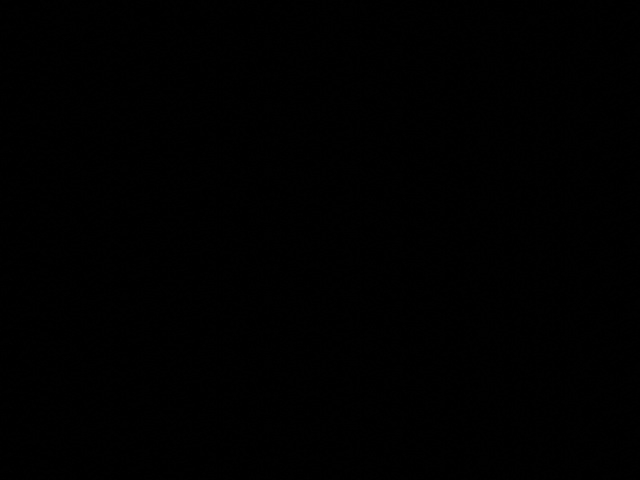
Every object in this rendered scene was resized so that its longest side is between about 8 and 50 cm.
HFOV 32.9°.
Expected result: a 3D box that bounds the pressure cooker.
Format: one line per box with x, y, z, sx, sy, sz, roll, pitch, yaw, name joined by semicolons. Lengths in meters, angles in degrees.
0.003;-0.005;0.180;0.370;0.375;0.420;48;-16;19;pressure cooker
